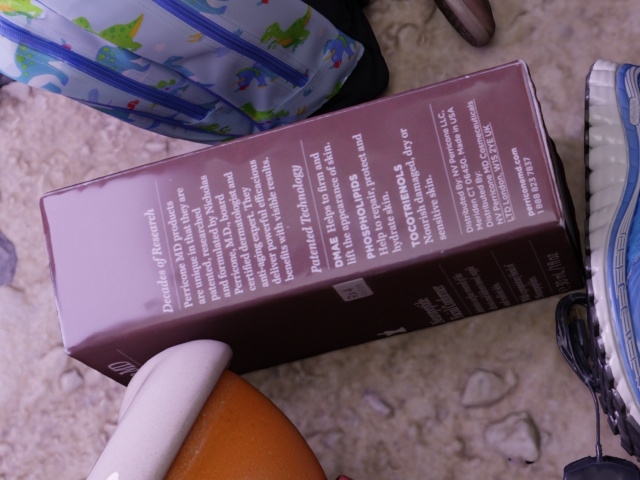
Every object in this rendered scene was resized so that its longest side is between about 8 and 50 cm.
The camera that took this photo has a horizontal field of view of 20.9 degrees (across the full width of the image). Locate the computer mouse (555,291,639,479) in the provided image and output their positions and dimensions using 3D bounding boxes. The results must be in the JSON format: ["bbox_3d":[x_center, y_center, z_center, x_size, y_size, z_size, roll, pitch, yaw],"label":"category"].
[{"bbox_3d":[0.209,0.156,1.326,0.071,0.041,0.242,-2,68,4],"label":"computer mouse"}]

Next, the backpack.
[{"bbox_3d":[-0.139,-0.217,1.342,0.273,0.355,0.290,-37,70,3],"label":"backpack"}]

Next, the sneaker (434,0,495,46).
[{"bbox_3d":[0.106,-0.250,1.443,0.071,0.066,0.188,-32,71,3],"label":"sneaker"}]

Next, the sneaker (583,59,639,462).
[{"bbox_3d":[0.269,0.010,1.290,0.147,0.130,0.330,-1,66,9],"label":"sneaker"}]

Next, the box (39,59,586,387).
[{"bbox_3d":[0.000,0.000,1.335,0.381,0.191,0.143,-14,72,10],"label":"box"}]

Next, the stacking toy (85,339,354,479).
[{"bbox_3d":[0.025,0.316,1.180,0.480,0.350,0.351,28,83,0],"label":"stacking toy"}]
